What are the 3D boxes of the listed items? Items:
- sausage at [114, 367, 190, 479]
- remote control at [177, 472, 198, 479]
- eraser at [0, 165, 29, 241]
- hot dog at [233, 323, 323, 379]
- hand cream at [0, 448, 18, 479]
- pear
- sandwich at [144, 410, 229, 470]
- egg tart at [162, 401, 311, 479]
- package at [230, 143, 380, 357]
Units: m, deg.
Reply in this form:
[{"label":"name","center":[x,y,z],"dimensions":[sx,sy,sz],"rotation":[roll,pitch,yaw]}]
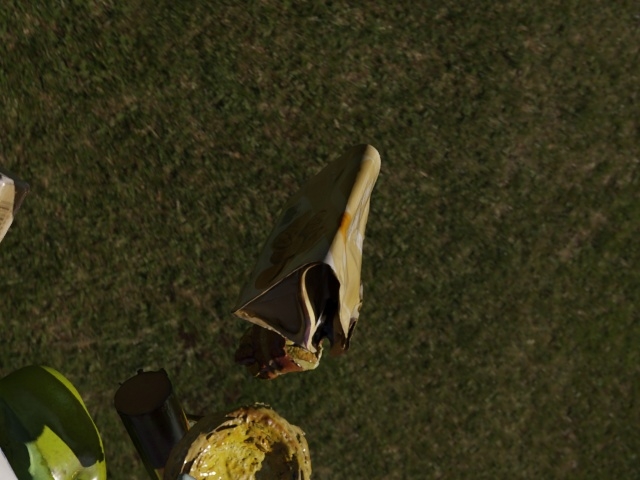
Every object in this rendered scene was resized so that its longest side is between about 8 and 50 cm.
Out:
[{"label":"sausage","center":[-0.308,0.417,1.655],"dimensions":[0.117,0.125,0.317],"rotation":[-9,120,13]},{"label":"remote control","center":[-0.208,0.430,1.292],"dimensions":[0.018,0.124,0.053],"rotation":[-18,144,20]},{"label":"eraser","center":[-0.610,0.022,1.297],"dimensions":[0.343,0.144,0.078],"rotation":[-61,168,1]},{"label":"hot dog","center":[-0.094,0.234,1.808],"dimensions":[0.213,0.103,0.146],"rotation":[-23,89,17]},{"label":"hand cream","center":[-0.480,0.367,1.190],"dimensions":[0.133,0.083,0.248],"rotation":[-9,115,29]},{"label":"pear","center":[-0.590,0.460,1.794],"dimensions":[0.238,0.318,0.342],"rotation":[-31,161,-48]},{"label":"sandwich","center":[-0.342,0.524,2.126],"dimensions":[0.215,0.065,0.186],"rotation":[8,82,-7]},{"label":"egg tart","center":[-0.156,0.437,1.539],"dimensions":[0.291,0.107,0.290],"rotation":[3,80,-17]},{"label":"package","center":[0.021,0.023,1.336],"dimensions":[0.165,0.311,0.221],"rotation":[42,127,-18]}]
